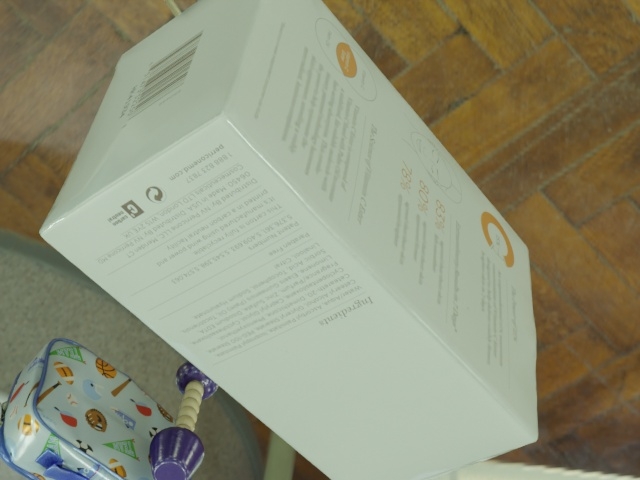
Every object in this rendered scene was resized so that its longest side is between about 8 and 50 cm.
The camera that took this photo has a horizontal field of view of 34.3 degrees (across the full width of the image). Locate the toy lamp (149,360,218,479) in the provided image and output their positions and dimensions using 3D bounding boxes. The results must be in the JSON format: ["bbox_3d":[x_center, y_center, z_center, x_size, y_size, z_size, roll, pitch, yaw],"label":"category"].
[{"bbox_3d":[-0.200,0.267,1.516,0.080,0.274,0.080,0,110,0],"label":"toy lamp"}]

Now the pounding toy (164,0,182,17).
[{"bbox_3d":[-0.224,-0.375,1.350,0.130,0.100,0.141,1,137,-35],"label":"pounding toy"}]

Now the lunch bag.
[{"bbox_3d":[-0.323,0.291,1.488,0.303,0.243,0.115,39,109,-22],"label":"lunch bag"}]

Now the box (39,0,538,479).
[{"bbox_3d":[0.000,0.000,0.774,0.168,0.215,0.345,-28,122,29],"label":"box"}]
